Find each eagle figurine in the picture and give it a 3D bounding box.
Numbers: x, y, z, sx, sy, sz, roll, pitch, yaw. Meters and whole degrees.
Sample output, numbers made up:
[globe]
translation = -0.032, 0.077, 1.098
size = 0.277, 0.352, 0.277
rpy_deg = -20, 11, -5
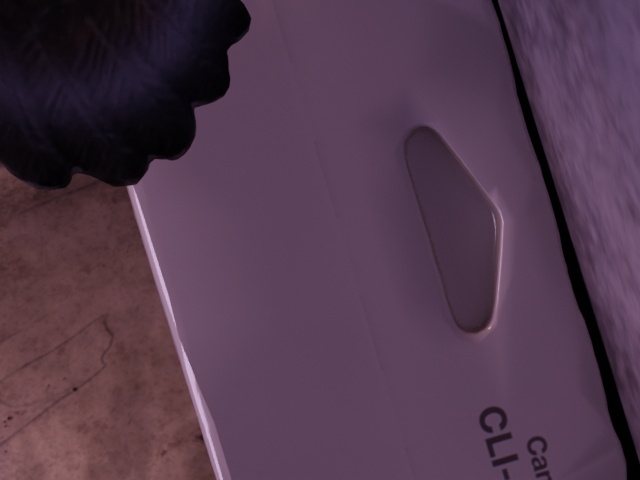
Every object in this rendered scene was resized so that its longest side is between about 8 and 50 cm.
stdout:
[eagle figurine]
translation = -0.113, -0.189, 0.565
size = 0.225, 0.226, 0.298
rpy_deg = 44, 154, 37

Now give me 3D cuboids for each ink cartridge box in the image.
[ink cartridge box]
translation = 0.000, 0.000, 0.891
size = 0.384, 0.160, 0.279
rpy_deg = -168, 60, -86
